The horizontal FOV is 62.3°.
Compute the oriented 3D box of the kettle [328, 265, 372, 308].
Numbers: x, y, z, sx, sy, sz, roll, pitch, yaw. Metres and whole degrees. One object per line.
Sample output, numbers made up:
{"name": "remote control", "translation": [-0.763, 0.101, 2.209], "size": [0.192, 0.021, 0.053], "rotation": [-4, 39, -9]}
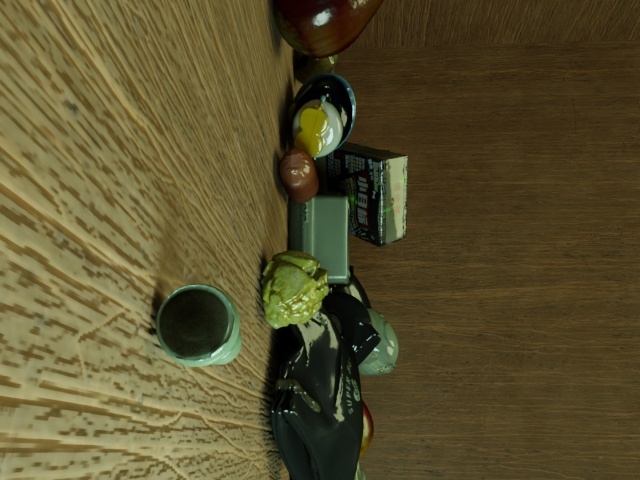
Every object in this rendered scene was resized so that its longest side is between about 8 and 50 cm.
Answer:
{"name": "kettle", "translation": [0.037, 0.203, 1.547], "size": [0.207, 0.250, 0.271], "rotation": [36, -40, 57]}

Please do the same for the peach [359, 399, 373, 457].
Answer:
{"name": "peach", "translation": [0.028, 0.430, 1.235], "size": [0.197, 0.197, 0.198], "rotation": [0, 90, -86]}

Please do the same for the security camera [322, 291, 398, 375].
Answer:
{"name": "security camera", "translation": [0.091, 0.247, 1.344], "size": [0.277, 0.197, 0.191], "rotation": [26, 18, -50]}

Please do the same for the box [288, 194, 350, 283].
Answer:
{"name": "box", "translation": [0.000, 0.000, 1.155], "size": [0.148, 0.129, 0.210], "rotation": [39, 51, -83]}

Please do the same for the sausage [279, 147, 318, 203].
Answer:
{"name": "sausage", "translation": [-0.041, -0.120, 1.006], "size": [0.194, 0.077, 0.077], "rotation": [76, 14, -81]}

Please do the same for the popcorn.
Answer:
{"name": "popcorn", "translation": [-0.037, 0.072, 0.807], "size": [0.121, 0.106, 0.116], "rotation": [-77, 157, -72]}

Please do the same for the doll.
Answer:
{"name": "doll", "translation": [0.000, -0.262, 1.122], "size": [0.314, 0.140, 0.177], "rotation": [-71, 177, -67]}

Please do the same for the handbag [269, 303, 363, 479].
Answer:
{"name": "handbag", "translation": [-0.014, 0.250, 0.951], "size": [0.288, 0.152, 0.343], "rotation": [68, 18, -47]}

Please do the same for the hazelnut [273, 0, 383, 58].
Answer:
{"name": "hazelnut", "translation": [0.019, -0.427, 0.936], "size": [0.208, 0.208, 0.208], "rotation": [0, 90, -86]}

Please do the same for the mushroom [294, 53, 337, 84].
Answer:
{"name": "mushroom", "translation": [-0.006, -0.455, 1.353], "size": [0.087, 0.107, 0.333], "rotation": [55, 15, -13]}

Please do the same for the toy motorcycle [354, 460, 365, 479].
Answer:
{"name": "toy motorcycle", "translation": [0.029, 0.625, 1.350], "size": [0.410, 0.168, 0.237], "rotation": [-41, 124, -78]}

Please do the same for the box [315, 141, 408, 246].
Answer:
{"name": "box", "translation": [0.070, -0.126, 1.259], "size": [0.310, 0.084, 0.198], "rotation": [25, -57, 49]}

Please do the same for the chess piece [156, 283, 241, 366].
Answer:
{"name": "chess piece", "translation": [-0.089, 0.077, 0.438], "size": [0.149, 0.059, 0.059], "rotation": [96, -5, -74]}
